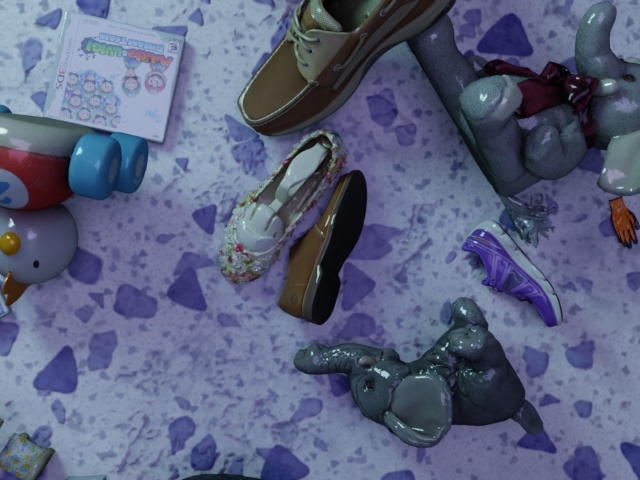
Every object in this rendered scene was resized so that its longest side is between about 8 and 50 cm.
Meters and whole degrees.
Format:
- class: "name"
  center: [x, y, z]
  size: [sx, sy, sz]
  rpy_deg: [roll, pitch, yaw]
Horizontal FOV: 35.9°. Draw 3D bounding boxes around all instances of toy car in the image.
- class: "toy car"
  center: [-0.349, -0.029, 1.176]
  size: [0.219, 0.210, 0.238]
  rpy_deg: [13, 98, 4]

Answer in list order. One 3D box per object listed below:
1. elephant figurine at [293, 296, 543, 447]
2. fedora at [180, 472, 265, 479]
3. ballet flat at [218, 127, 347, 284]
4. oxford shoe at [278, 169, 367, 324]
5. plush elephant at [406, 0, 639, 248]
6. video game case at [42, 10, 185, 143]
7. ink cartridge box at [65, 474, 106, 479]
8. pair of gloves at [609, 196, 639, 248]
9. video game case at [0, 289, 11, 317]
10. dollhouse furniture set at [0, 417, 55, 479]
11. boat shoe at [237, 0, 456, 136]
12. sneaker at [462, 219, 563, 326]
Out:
- class: "elephant figurine"
  center: [0.121, 0.190, 1.251]
  size: [0.239, 0.186, 0.169]
  rpy_deg: [-30, 134, 3]
- class: "fedora"
  center: [-0.088, 0.377, 1.173]
  size: [0.334, 0.334, 0.152]
  rpy_deg: [21, 54, -5]
- class: "ballet flat"
  center: [-0.054, -0.052, 1.263]
  size: [0.091, 0.077, 0.241]
  rpy_deg: [34, 83, 7]
- class: "oxford shoe"
  center: [0.000, 0.000, 1.275]
  size: [0.076, 0.076, 0.212]
  rpy_deg: [12, 71, 33]
- class: "plush elephant"
  center: [0.306, -0.170, 1.228]
  size: [0.255, 0.272, 0.330]
  rpy_deg: [-31, 120, 5]
- class: "video game case"
  center: [-0.265, -0.210, 1.275]
  size: [0.157, 0.019, 0.143]
  rpy_deg: [12, 86, -7]
- class: "ink cartridge box"
  center: [-0.292, 0.354, 1.205]
  size: [0.052, 0.088, 0.122]
  rpy_deg: [1, 86, -4]
- class: "pair of gloves"
  center: [0.440, -0.030, 1.356]
  size: [0.083, 0.010, 0.074]
  rpy_deg: [-13, 88, -8]
- class: "video game case"
  center: [-0.514, 0.043, 1.229]
  size: [0.183, 0.023, 0.201]
  rpy_deg: [-27, 91, -8]
- class: "dollhouse furniture set"
  center: [-0.471, 0.300, 1.150]
  size: [0.212, 0.161, 0.242]
  rpy_deg: [31, 84, -4]
- class: "boat shoe"
  center: [0.015, -0.260, 1.208]
  size: [0.324, 0.120, 0.122]
  rpy_deg: [-39, 61, 19]
- class: "sneaker"
  center: [0.256, 0.052, 1.313]
  size: [0.071, 0.068, 0.170]
  rpy_deg: [-42, 84, 8]
